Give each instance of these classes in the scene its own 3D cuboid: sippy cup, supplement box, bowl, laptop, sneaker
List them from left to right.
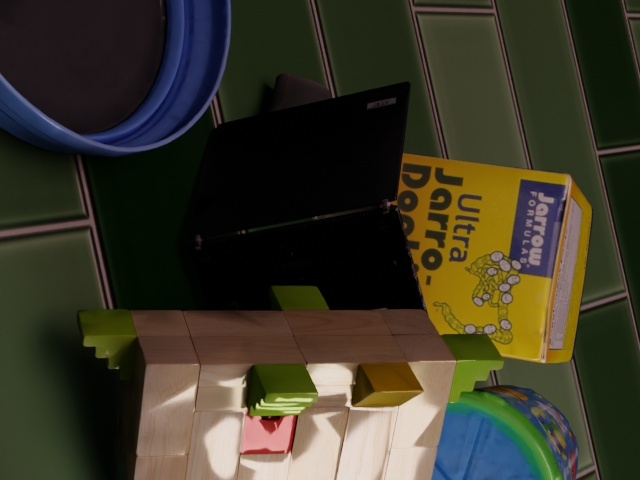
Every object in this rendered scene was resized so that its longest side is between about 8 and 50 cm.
[{"bbox_3d":[-0.241,-0.266,1.468,0.391,0.077,0.391,21,62,-48],"label":"bowl"},{"bbox_3d":[0.000,0.000,1.576,0.136,0.234,0.264,-40,116,-62],"label":"laptop"},{"bbox_3d":[0.018,-0.091,1.751,0.222,0.083,0.118,42,48,-36],"label":"sneaker"},{"bbox_3d":[0.190,0.266,1.768,0.224,0.240,0.305,-16,101,-65],"label":"sippy cup"},{"bbox_3d":[0.184,0.027,1.708,0.356,0.195,0.194,19,79,-76],"label":"supplement box"}]

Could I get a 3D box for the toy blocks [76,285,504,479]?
[{"bbox_3d":[-0.043,0.201,1.450,0.381,0.191,0.261,1,117,-17],"label":"toy blocks"}]
